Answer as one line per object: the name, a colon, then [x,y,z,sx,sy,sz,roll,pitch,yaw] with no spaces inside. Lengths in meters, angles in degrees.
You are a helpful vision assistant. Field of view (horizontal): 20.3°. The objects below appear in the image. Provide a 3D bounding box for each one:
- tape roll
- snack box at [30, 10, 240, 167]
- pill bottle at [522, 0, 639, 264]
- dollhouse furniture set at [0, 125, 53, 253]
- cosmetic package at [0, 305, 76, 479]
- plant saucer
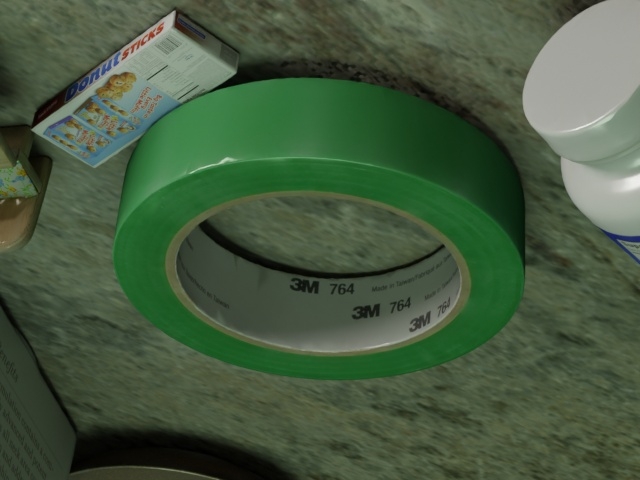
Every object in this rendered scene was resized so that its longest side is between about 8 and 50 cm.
tape roll: [0.000,0.000,1.408,0.321,0.077,0.321,4,146,3]
snack box: [-0.142,-0.111,1.350,0.064,0.022,0.178,32,138,-31]
pill bottle: [0.264,-0.046,1.245,0.152,0.152,0.272,-24,132,36]
dollhouse furniture set: [-0.359,-0.055,1.353,0.242,0.161,0.212,-4,142,17]
cosmetic package: [-0.447,0.259,1.598,0.328,0.393,0.329,-2,142,13]
plant saucer: [-0.152,0.297,1.880,0.311,0.050,0.310,6,143,4]
